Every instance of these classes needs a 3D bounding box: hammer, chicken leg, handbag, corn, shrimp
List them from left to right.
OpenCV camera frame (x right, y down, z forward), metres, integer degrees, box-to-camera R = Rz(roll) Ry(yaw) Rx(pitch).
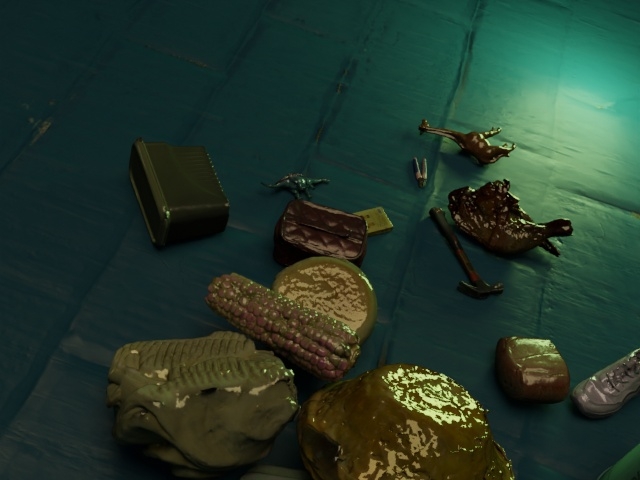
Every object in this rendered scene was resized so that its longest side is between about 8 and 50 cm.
[{"bbox_3d":[-0.077,0.174,1.571,0.335,0.127,0.127,24,50,11],"label":"corn"},{"bbox_3d":[0.000,0.000,1.862,0.225,0.135,0.146,18,54,-1],"label":"handbag"},{"bbox_3d":[0.356,0.027,1.997,0.111,0.033,0.288,-9,54,-22],"label":"hammer"},{"bbox_3d":[0.482,-0.054,2.022,0.322,0.177,0.083,36,16,16],"label":"chicken leg"},{"bbox_3d":[0.532,-0.051,2.066,0.066,0.117,0.262,-42,69,3],"label":"shrimp"}]

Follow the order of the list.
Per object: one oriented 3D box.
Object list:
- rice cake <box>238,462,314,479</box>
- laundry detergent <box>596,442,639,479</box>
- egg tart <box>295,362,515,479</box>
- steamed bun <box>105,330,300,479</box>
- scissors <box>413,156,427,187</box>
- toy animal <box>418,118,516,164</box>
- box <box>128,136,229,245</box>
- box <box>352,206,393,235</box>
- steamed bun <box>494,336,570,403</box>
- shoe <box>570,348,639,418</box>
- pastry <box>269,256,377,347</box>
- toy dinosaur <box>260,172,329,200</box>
[{"bbox_3d":[-0.043,0.460,1.464,0.226,0.040,0.085,3,9,18],"label":"rice cake"},{"bbox_3d":[0.725,0.509,1.519,0.287,0.305,0.287,8,50,-9],"label":"laundry detergent"},{"bbox_3d":[0.178,0.367,1.478,0.443,0.178,0.443,15,20,-6],"label":"egg tart"},{"bbox_3d":[-0.223,0.332,1.467,0.393,0.238,0.346,6,18,28],"label":"steamed bun"},{"bbox_3d":[0.280,-0.189,2.167,0.039,0.012,0.113,6,50,-9],"label":"scissors"},{"bbox_3d":[0.424,-0.297,2.260,0.229,0.066,0.224,-19,59,-21],"label":"toy animal"},{"bbox_3d":[-0.344,-0.124,1.884,0.178,0.138,0.274,-7,56,-27],"label":"box"},{"bbox_3d":[0.108,-0.041,1.997,0.149,0.020,0.073,-13,57,-24],"label":"box"},{"bbox_3d":[0.472,0.296,1.765,0.144,0.106,0.175,1,37,-7],"label":"steamed bun"},{"bbox_3d":[0.684,0.317,1.776,0.245,0.138,0.095,-17,53,-26],"label":"shoe"},{"bbox_3d":[-0.001,0.151,1.722,0.264,0.133,0.265,3,63,-5],"label":"pastry"},{"bbox_3d":[-0.059,-0.144,2.024,0.197,0.045,0.080,-5,40,-27],"label":"toy dinosaur"}]
